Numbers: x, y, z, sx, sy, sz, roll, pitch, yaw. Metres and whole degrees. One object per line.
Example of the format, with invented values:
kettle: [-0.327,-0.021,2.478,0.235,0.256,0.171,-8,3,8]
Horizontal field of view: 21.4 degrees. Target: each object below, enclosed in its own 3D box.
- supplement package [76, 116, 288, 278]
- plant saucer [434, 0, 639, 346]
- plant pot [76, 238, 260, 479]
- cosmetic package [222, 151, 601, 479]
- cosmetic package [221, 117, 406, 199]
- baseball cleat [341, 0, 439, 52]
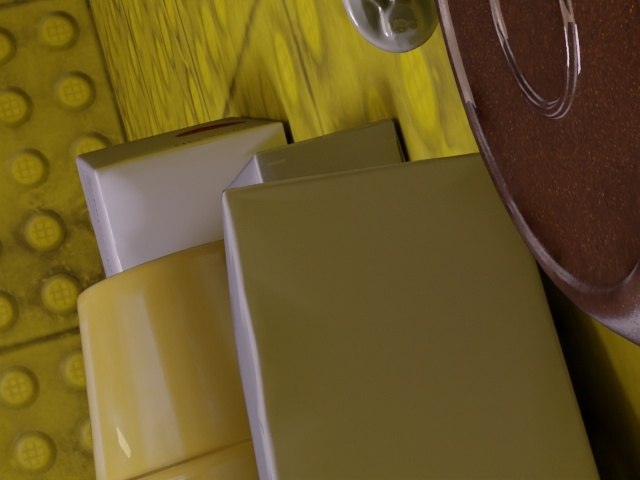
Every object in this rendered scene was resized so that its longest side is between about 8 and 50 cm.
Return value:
supplement package: [-0.120,-0.014,1.612,0.293,0.177,0.175,-156,52,-77]
plant saucer: [0.097,-0.093,0.640,0.310,0.050,0.311,164,90,-80]
plant pot: [-0.085,0.133,1.374,0.254,0.254,0.239,126,125,-78]
cosmetic package: [0.056,0.172,0.834,0.217,0.156,0.385,88,170,-55]
cosmetic package: [0.000,0.000,1.185,0.238,0.107,0.127,161,93,-83]
baseball cleat: [0.014,-0.199,0.883,0.109,0.072,0.206,-119,19,-78]
